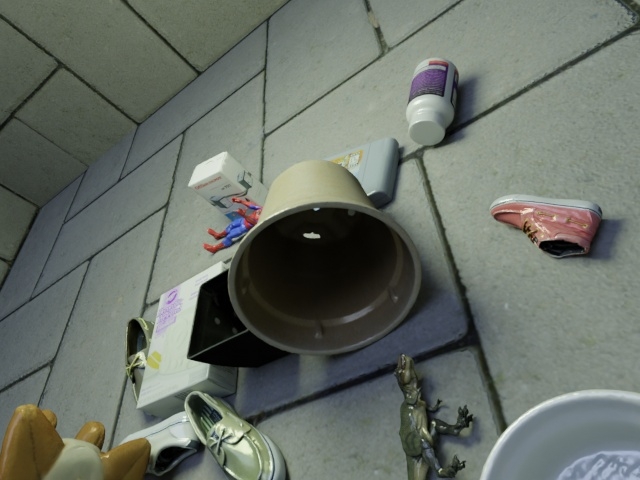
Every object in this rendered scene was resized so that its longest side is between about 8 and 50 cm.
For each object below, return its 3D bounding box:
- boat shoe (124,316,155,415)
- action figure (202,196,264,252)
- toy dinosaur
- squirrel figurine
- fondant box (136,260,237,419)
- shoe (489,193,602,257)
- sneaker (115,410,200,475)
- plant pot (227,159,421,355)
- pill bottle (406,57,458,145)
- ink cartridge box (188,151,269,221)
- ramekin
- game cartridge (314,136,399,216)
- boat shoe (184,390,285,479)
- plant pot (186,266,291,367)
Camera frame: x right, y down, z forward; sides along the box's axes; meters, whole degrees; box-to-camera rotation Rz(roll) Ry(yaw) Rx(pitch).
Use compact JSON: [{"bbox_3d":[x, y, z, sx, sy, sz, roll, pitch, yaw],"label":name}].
[{"bbox_3d":[-0.476,0.327,1.279,0.109,0.091,0.305,-42,38,11],"label":"boat shoe"},{"bbox_3d":[-0.245,-0.060,1.354,0.281,0.139,0.091,-20,48,29],"label":"action figure"},{"bbox_3d":[0.160,0.301,0.710,0.118,0.064,0.268,-23,47,39],"label":"toy dinosaur"},{"bbox_3d":[-0.584,0.548,0.948,0.371,0.281,0.396,-20,54,35],"label":"squirrel figurine"},{"bbox_3d":[-0.315,0.244,1.191,0.238,0.096,0.330,-28,41,24],"label":"fondant box"},{"bbox_3d":[0.356,-0.024,0.786,0.178,0.063,0.081,8,60,43],"label":"shoe"},{"bbox_3d":[-0.371,0.470,1.053,0.258,0.094,0.091,-35,35,16],"label":"sneaker"},{"bbox_3d":[0.000,0.000,0.948,0.334,0.334,0.305,-35,28,17],"label":"plant pot"},{"bbox_3d":[0.255,-0.316,1.097,0.108,0.108,0.193,-11,51,39],"label":"pill bottle"},{"bbox_3d":[-0.264,-0.151,1.398,0.140,0.191,0.082,-17,48,35],"label":"ink cartridge box"},{"bbox_3d":[0.316,0.309,0.485,0.277,0.135,0.277,-25,43,27],"label":"ramekin"},{"bbox_3d":[0.051,-0.135,1.192,0.297,0.062,0.198,-13,46,37],"label":"game cartridge"},{"bbox_3d":[-0.182,0.395,0.932,0.302,0.094,0.109,17,71,50],"label":"boat shoe"},{"bbox_3d":[-0.150,0.173,1.026,0.188,0.167,0.188,-29,41,29],"label":"plant pot"}]
